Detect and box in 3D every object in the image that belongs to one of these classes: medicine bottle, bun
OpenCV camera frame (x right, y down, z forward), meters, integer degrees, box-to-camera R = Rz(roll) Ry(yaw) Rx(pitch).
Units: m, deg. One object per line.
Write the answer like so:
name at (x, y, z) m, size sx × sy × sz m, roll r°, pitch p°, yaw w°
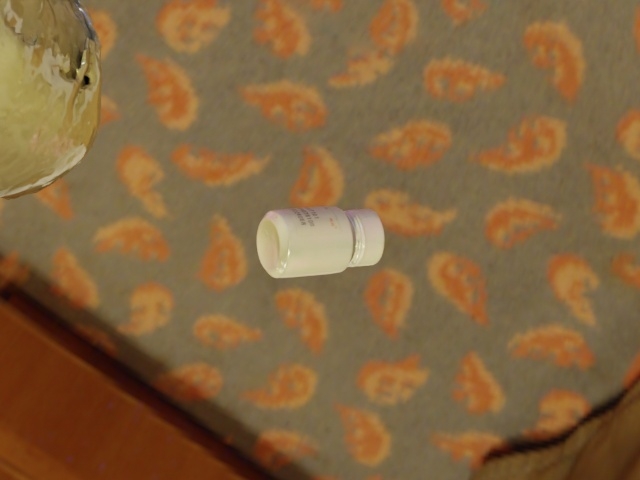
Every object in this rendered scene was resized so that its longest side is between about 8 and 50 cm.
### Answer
medicine bottle at (0.000, 0.000, 1.235) m, size 0.089 × 0.052 × 0.052 m, roll -4°, pitch 128°, yaw -28°
bun at (-0.235, -0.156, 0.922) m, size 0.287 × 0.287 × 0.146 m, roll 36°, pitch 103°, yaw -7°
